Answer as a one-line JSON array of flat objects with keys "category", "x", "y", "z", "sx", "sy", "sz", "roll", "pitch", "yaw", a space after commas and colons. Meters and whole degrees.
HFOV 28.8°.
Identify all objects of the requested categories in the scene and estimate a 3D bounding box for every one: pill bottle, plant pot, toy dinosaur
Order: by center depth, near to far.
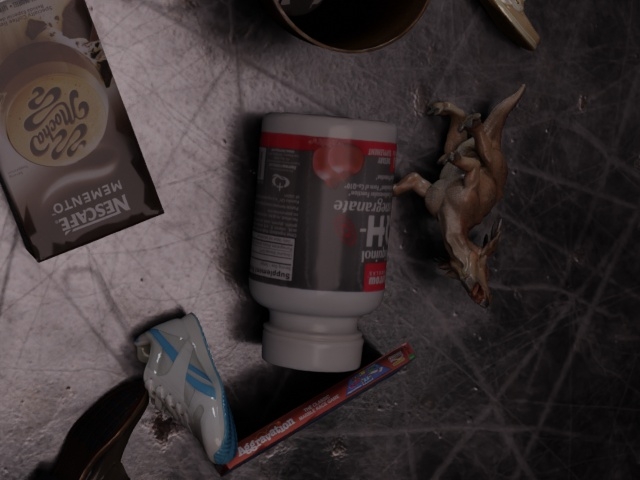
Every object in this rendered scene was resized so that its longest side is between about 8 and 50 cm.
[{"category": "plant pot", "x": 0.000, "y": -0.336, "z": 1.530, "sx": 0.215, "sy": 0.230, "sz": 0.216, "roll": -2, "pitch": 98, "yaw": -19}, {"category": "pill bottle", "x": 0.000, "y": 0.000, "z": 1.597, "sx": 0.176, "sy": 0.176, "sz": 0.319, "roll": 3, "pitch": 95, "yaw": -20}, {"category": "toy dinosaur", "x": 0.207, "y": -0.067, "z": 1.698, "sx": 0.200, "sy": 0.127, "sz": 0.296, "roll": 46, "pitch": 64, "yaw": -29}]

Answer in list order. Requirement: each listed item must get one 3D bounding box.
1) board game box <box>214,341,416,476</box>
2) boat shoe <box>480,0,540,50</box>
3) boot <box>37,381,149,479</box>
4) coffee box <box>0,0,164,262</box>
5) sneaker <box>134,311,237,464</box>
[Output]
[{"category": "board game box", "x": -0.010, "y": 0.224, "z": 1.637, "sx": 0.281, "sy": 0.145, "sz": 0.027, "roll": -29, "pitch": 80, "yaw": -15}, {"category": "boat shoe", "x": 0.254, "y": -0.336, "z": 1.708, "sx": 0.059, "sy": 0.063, "sz": 0.170, "roll": -44, "pitch": 107, "yaw": -4}, {"category": "boot", "x": -0.276, "y": 0.289, "z": 1.601, "sx": 0.219, "sy": 0.082, "sz": 0.106, "roll": -51, "pitch": 131, "yaw": -13}, {"category": "coffee box", "x": -0.323, "y": -0.144, "z": 1.497, "sx": 0.168, "sy": 0.119, "sz": 0.297, "roll": -23, "pitch": 103, "yaw": -15}, {"category": "sneaker", "x": -0.165, "y": 0.193, "z": 1.551, "sx": 0.092, "sy": 0.229, "sz": 0.087, "roll": -19, "pitch": 134, "yaw": -10}]
